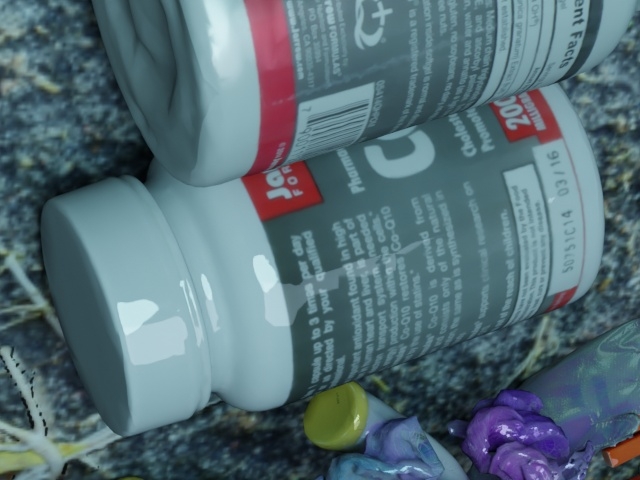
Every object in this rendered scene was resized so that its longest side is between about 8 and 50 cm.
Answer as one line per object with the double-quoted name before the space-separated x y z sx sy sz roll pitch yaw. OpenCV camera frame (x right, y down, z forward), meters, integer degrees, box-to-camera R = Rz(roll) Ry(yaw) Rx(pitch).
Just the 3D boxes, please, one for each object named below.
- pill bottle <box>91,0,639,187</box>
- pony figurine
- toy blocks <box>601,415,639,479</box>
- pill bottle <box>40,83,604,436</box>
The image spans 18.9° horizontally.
"pill bottle" 0.053 -0.152 0.991 0.319 0.176 0.176 -18 128 -19
"pony figurine" 0.092 0.200 1.227 0.351 0.302 0.363 -28 144 33
"toy blocks" 0.227 0.165 1.389 0.148 0.054 0.123 -23 130 -15
"pill bottle" 0.000 0.000 1.074 0.283 0.161 0.161 -18 128 -19
